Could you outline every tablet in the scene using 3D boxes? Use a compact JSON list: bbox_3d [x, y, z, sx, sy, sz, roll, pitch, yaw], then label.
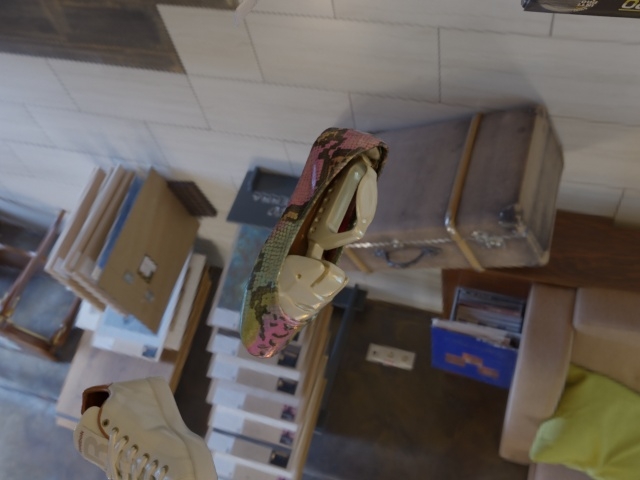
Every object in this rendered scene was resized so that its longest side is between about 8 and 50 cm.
[{"bbox_3d":[-0.096,-0.349,0.979,0.006,0.083,0.054,36,169,-1],"label":"tablet"}]

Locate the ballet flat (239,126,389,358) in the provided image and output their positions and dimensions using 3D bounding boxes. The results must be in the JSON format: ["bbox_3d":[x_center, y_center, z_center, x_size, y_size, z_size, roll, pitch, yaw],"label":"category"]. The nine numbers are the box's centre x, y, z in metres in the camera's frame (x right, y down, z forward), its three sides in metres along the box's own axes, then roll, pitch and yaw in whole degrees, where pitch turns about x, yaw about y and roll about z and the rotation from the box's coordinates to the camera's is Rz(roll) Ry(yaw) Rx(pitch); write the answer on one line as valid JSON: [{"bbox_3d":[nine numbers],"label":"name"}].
[{"bbox_3d":[0.000,0.000,0.584,0.079,0.221,0.077,10,161,44],"label":"ballet flat"}]

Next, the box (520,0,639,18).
[{"bbox_3d":[0.412,-0.458,0.786,0.318,0.395,0.097,4,176,1],"label":"box"}]

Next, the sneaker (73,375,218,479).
[{"bbox_3d":[-0.201,0.246,0.746,0.123,0.106,0.290,4,-167,-30],"label":"sneaker"}]
